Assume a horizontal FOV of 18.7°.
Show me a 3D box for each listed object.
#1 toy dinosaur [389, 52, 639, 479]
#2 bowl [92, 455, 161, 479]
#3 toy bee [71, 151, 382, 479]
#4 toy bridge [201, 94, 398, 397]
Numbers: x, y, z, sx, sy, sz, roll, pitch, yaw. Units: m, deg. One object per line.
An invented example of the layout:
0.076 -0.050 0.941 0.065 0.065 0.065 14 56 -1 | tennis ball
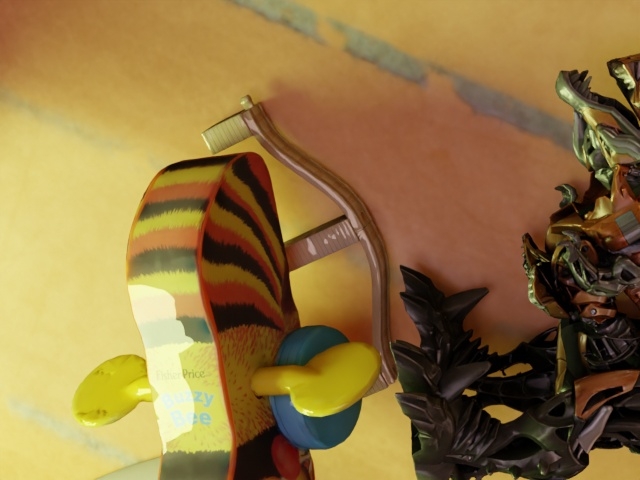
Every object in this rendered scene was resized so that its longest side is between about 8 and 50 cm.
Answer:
0.155 0.070 1.032 0.218 0.164 0.322 -9 84 6 | toy dinosaur
-0.094 0.212 1.219 0.142 0.053 0.142 -20 102 26 | bowl
-0.040 0.109 1.077 0.195 0.162 0.298 -32 95 37 | toy bee
0.000 0.000 1.123 0.063 0.026 0.188 -24 99 25 | toy bridge
